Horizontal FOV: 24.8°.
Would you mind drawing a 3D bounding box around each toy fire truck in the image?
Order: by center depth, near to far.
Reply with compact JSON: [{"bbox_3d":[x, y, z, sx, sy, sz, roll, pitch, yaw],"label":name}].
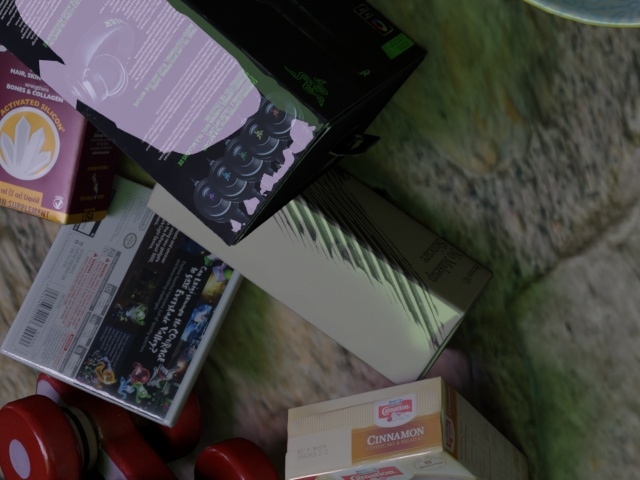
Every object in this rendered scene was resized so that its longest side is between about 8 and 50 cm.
[{"bbox_3d":[-0.179,0.266,1.329,0.302,0.169,0.254,41,131,34],"label":"toy fire truck"}]

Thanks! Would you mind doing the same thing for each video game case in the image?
[{"bbox_3d":[-0.168,0.048,1.296,0.173,0.022,0.190,21,76,13],"label":"video game case"}]

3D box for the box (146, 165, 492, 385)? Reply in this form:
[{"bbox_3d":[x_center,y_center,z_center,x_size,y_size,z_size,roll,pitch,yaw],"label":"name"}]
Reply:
[{"bbox_3d":[0.000,0.000,1.227,0.275,0.113,0.094,34,115,5],"label":"box"}]

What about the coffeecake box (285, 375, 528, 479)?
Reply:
[{"bbox_3d":[0.077,0.193,1.228,0.142,0.068,0.185,-15,145,25],"label":"coffeecake box"}]

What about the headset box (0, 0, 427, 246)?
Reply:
[{"bbox_3d":[-0.077,-0.152,1.126,0.283,0.246,0.131,42,117,4],"label":"headset box"}]

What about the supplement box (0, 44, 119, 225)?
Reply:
[{"bbox_3d":[-0.230,-0.117,1.268,0.104,0.081,0.188,15,99,16],"label":"supplement box"}]

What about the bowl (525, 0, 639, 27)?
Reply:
[{"bbox_3d":[0.227,-0.301,1.008,0.289,0.156,0.289,7,110,19],"label":"bowl"}]
